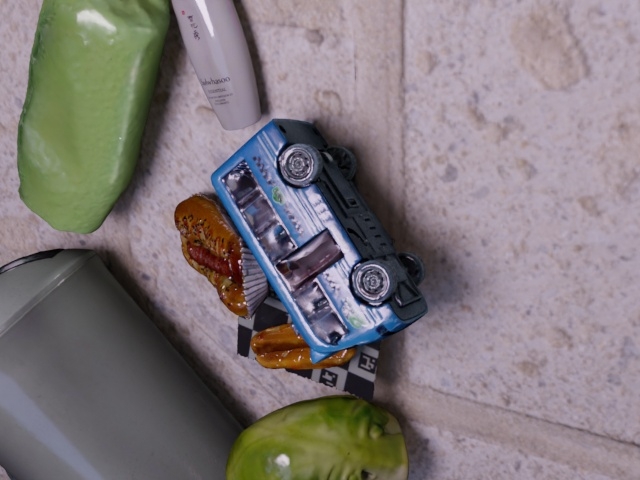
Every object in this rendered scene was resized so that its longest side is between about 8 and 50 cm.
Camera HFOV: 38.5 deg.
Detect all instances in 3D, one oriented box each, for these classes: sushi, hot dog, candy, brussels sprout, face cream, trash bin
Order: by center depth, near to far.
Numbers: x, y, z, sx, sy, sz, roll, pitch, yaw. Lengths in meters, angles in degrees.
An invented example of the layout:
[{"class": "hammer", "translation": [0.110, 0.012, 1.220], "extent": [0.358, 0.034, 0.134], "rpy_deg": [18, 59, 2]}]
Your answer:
[{"class": "face cream", "translation": [-0.112, -0.209, 0.980], "extent": [0.072, 0.051, 0.182], "rpy_deg": [-1, 117, 35]}, {"class": "candy", "translation": [-0.263, -0.156, 1.055], "extent": [0.142, 0.132, 0.344], "rpy_deg": [21, 131, -8]}, {"class": "hot dog", "translation": [-0.020, 0.122, 1.064], "extent": [0.144, 0.038, 0.062], "rpy_deg": [-10, 108, 33]}, {"class": "hot dog", "translation": [-0.119, 0.014, 1.067], "extent": [0.191, 0.059, 0.108], "rpy_deg": [37, 135, 50]}, {"class": "sushi", "translation": [-0.004, 0.061, 1.083], "extent": [0.192, 0.050, 0.215], "rpy_deg": [16, 117, 22]}, {"class": "brussels sprout", "translation": [-0.008, 0.267, 1.116], "extent": [0.161, 0.223, 0.223], "rpy_deg": [63, 142, 38]}, {"class": "trash bin", "translation": [-0.301, 0.217, 1.208], "extent": [0.432, 0.280, 0.280], "rpy_deg": [48, 130, -7]}]

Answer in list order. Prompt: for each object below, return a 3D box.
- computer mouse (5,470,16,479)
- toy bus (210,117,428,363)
[{"class": "computer mouse", "translation": [-0.382, 0.342, 1.437], "extent": [0.370, 0.122, 0.188], "rpy_deg": [-12, 112, 31]}, {"class": "toy bus", "translation": [0.000, 0.000, 0.954], "extent": [0.134, 0.113, 0.246], "rpy_deg": [-35, 81, 21]}]
